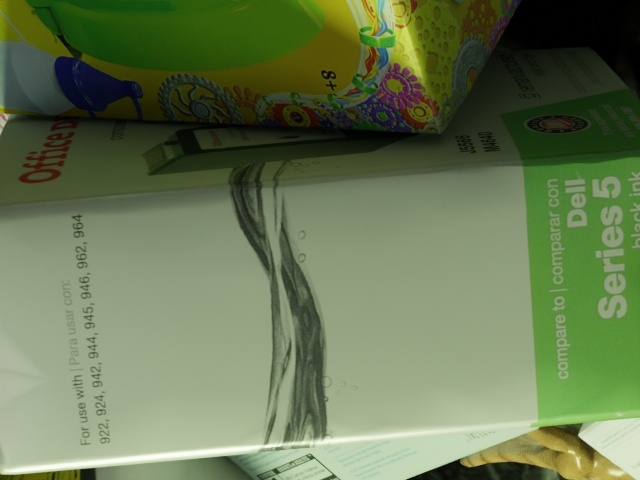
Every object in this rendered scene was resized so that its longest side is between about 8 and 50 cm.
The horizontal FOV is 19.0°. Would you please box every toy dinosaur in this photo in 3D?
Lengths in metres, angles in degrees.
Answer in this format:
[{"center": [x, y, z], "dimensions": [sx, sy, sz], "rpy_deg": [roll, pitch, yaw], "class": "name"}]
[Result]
[{"center": [0.138, 0.112, 1.047], "dimensions": [0.211, 0.064, 0.112], "rpy_deg": [1, 133, 35], "class": "toy dinosaur"}]

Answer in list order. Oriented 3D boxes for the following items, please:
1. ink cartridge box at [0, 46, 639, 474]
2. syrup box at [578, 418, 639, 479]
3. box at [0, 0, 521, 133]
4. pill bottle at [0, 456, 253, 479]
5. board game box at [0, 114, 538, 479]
[{"center": [0.000, 0.000, 0.808], "dimensions": [0.273, 0.198, 0.115], "rpy_deg": [-5, 107, -1], "class": "ink cartridge box"}, {"center": [0.256, 0.116, 0.944], "dimensions": [0.237, 0.093, 0.096], "rpy_deg": [37, 142, -5], "class": "syrup box"}, {"center": [-0.078, -0.212, 0.751], "dimensions": [0.279, 0.177, 0.290], "rpy_deg": [4, 134, 30], "class": "box"}, {"center": [-0.146, 0.218, 1.210], "dimensions": [0.188, 0.188, 0.334], "rpy_deg": [44, 129, -14], "class": "pill bottle"}, {"center": [-0.040, -0.001, 1.021], "dimensions": [0.303, 0.097, 0.224], "rpy_deg": [43, 140, -16], "class": "board game box"}]
